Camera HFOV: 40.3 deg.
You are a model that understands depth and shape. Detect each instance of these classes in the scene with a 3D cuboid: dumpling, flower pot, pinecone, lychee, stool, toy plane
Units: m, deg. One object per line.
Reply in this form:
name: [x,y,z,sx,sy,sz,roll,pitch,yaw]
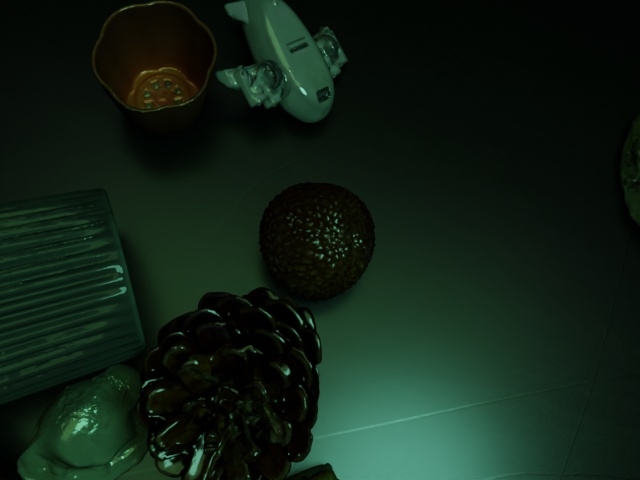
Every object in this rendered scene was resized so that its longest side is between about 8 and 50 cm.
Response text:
dumpling: [-0.335,0.280,1.268,0.152,0.108,0.219,42,78,7]
flower pot: [-0.253,-0.258,1.388,0.190,0.173,0.191,1,75,-3]
pinecone: [-0.132,0.212,1.219,0.242,0.296,0.298,32,100,-13]
lychee: [-0.003,-0.003,1.338,0.194,0.194,0.195,1,75,-4]
stool: [-0.435,0.084,1.227,0.329,0.297,0.297,-14,76,-13]
toy plane: [-0.065,-0.306,1.436,0.252,0.118,0.252,12,67,-30]

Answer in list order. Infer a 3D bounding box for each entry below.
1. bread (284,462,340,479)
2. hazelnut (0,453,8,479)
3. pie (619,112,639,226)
bread: [-0.032,0.418,1.209,0.132,0.251,0.174,-24,79,13]
hazelnut: [-0.521,0.342,1.162,0.201,0.170,0.161,-31,117,-29]
pie: [0.662,-0.102,1.469,0.338,0.077,0.339,1,71,-4]
